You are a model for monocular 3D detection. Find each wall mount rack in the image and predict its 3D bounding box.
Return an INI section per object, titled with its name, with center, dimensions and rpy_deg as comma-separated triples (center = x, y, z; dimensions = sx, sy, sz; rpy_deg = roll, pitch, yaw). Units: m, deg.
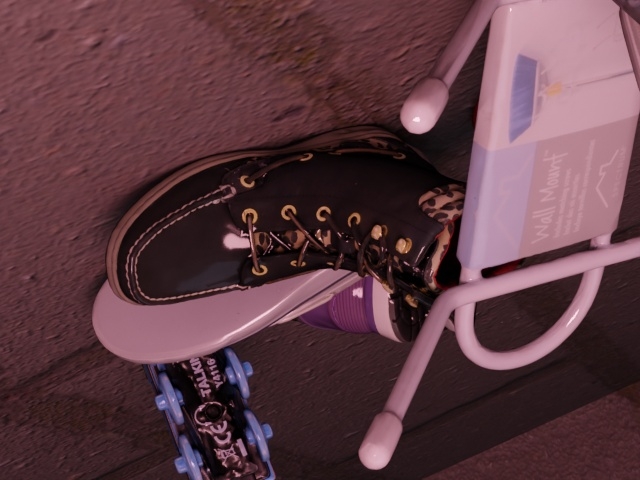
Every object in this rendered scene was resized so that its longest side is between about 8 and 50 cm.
[wall mount rack]
center = 0.126, -0.033, 1.005
dimensions = 0.304, 0.130, 0.350
rpy_deg = -16, 127, -30

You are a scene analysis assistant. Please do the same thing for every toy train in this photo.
[toy train]
center = -0.092, 0.113, 1.392
dimensions = 0.080, 0.184, 0.105
rpy_deg = -21, 175, -10

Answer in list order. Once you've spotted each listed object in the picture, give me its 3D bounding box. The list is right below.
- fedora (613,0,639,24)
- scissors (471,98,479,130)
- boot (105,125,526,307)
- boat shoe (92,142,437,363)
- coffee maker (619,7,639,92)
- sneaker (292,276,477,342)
[fedora]
center = 0.153, -0.201, 0.680
dimensions = 0.334, 0.334, 0.152
rpy_deg = -12, -166, -34
[scissors]
center = 0.176, -0.140, 1.222
dimensions = 0.109, 0.021, 0.297
rpy_deg = -17, 164, -14
[boot]
center = 0.001, -0.002, 1.153
dimensions = 0.236, 0.085, 0.179
rpy_deg = -21, -153, -27
[boat shoe]
center = -0.034, 0.016, 1.322
dimensions = 0.267, 0.096, 0.088
rpy_deg = -31, 159, -2
[coffee maker]
center = 0.189, -0.171, 0.857
dimensions = 0.120, 0.178, 0.171
rpy_deg = -15, 162, -29
[sneaker]
center = 0.048, 0.023, 1.491
dimensions = 0.124, 0.107, 0.283
rpy_deg = 2, 180, 20
